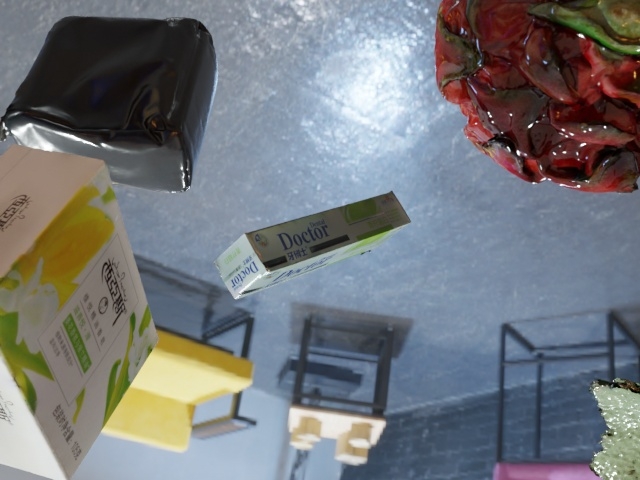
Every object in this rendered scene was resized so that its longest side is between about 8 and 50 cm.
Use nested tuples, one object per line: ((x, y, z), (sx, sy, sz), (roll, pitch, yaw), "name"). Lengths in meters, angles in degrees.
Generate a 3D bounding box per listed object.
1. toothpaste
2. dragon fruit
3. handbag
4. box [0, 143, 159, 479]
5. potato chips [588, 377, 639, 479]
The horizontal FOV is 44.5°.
((0.000, 0.000, 1.108), (0.336, 0.067, 0.081), (-19, 163, -50), "toothpaste")
((0.202, -0.146, 0.616), (0.234, 0.233, 0.293), (1, 178, 15), "dragon fruit")
((-0.310, -0.202, 1.198), (0.275, 0.301, 0.178), (1, 138, 3), "handbag")
((-0.264, 0.071, 0.738), (0.111, 0.194, 0.260), (9, 136, 17), "box")
((0.312, 0.180, 0.651), (0.167, 0.059, 0.228), (-13, 131, 6), "potato chips")
